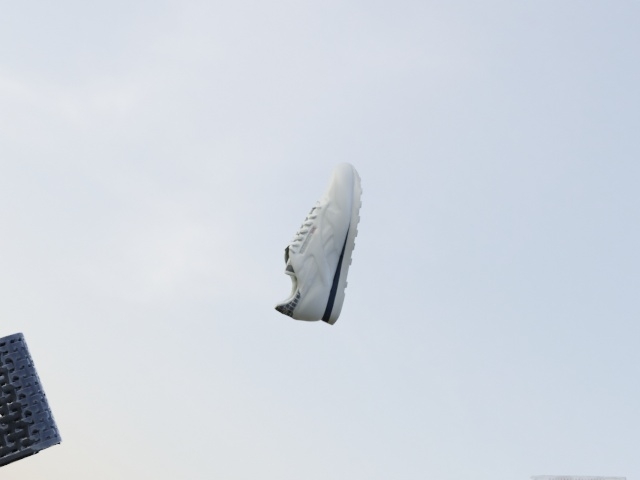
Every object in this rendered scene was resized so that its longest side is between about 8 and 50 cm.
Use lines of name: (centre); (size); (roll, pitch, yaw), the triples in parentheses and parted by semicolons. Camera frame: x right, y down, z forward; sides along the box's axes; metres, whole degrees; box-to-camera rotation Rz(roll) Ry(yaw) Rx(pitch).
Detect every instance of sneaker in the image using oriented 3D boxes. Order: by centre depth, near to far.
sneaker: (0.000, 0.000, 2.018); (0.094, 0.235, 0.090); (11, -5, -4)

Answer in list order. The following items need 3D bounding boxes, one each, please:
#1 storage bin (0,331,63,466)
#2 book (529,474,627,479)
storage bin: (-0.258, 0.131, 1.033); (0.180, 0.122, 0.084); (138, -69, -77)
book: (0.233, 0.282, 1.334); (0.096, 0.144, 0.035); (1, -53, 18)
